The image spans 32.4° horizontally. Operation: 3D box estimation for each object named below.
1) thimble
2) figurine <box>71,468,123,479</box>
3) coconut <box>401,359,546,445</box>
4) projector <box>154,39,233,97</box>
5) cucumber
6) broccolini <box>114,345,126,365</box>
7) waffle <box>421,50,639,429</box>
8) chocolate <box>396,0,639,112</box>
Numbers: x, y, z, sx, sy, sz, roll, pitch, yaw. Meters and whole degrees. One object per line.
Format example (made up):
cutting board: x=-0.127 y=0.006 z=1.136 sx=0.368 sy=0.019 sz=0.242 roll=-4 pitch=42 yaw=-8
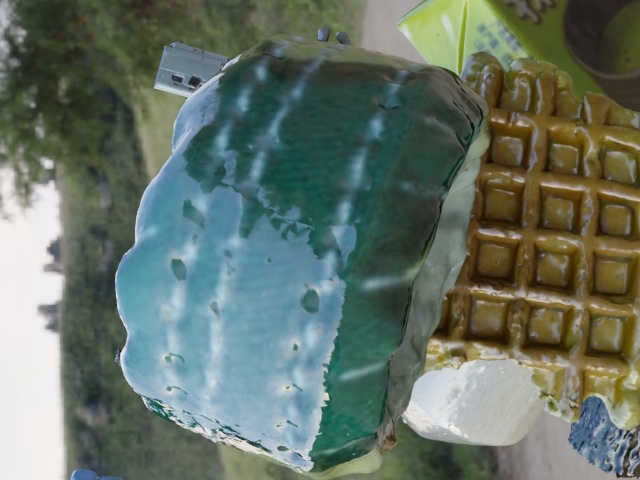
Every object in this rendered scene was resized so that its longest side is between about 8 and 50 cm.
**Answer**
thimble: x=0.000 y=0.000 z=0.695 sx=0.254 sy=0.167 sz=0.288 roll=92 pitch=-161 yaw=-52
figurine: x=-0.330 y=0.373 z=1.359 sx=0.262 sy=0.180 sz=0.154 roll=-53 pitch=43 yaw=24
coconut: x=0.176 y=0.126 z=1.313 sx=0.237 sy=0.237 sz=0.266 roll=-92 pitch=27 yaw=-67
projector: x=-0.124 y=-0.188 z=1.270 sx=0.147 sy=0.115 sz=0.061 roll=-101 pitch=28 yaw=-82
cucumber: x=0.317 y=0.052 z=1.018 sx=0.096 sy=0.096 sz=0.360 roll=-92 pitch=11 yaw=-65
broccolini: x=-0.167 y=0.117 z=1.477 sx=0.051 sy=0.239 sz=0.054 roll=34 pitch=136 yaw=35
waffle: x=0.144 y=0.003 z=0.841 sx=0.282 sy=0.300 sz=0.058 roll=-58 pitch=-12 yaw=-3
chocolate: x=0.294 y=-0.242 z=1.285 sx=0.289 sy=0.301 sz=0.137 roll=49 pitch=150 yaw=-1
